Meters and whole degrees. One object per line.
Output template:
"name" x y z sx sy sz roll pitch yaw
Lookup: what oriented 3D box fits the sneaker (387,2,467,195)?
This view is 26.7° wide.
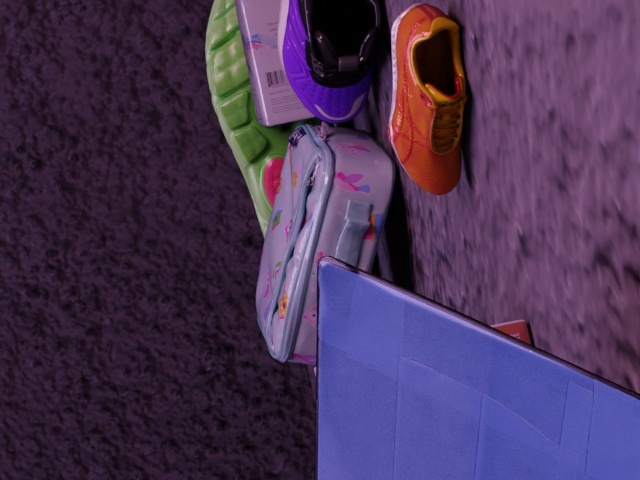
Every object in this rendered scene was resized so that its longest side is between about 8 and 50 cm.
"sneaker" 0.092 -0.109 1.123 0.067 0.064 0.175 -128 22 -54

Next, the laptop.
"laptop" 0.094 0.279 0.730 0.408 0.237 0.381 -81 -8 -58

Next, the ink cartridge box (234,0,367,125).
"ink cartridge box" -0.028 -0.239 1.657 0.127 0.128 0.176 -136 35 -80

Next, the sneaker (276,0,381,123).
"sneaker" 0.014 -0.214 1.440 0.293 0.102 0.146 84 170 -47

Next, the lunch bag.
"lunch bag" 0.000 0.000 1.600 0.224 0.108 0.279 -112 34 -70

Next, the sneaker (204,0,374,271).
"sneaker" -0.056 -0.150 1.844 0.202 0.185 0.482 -136 35 -72

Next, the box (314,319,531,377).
"box" 0.092 0.145 1.098 0.091 0.171 0.130 110 147 -82
